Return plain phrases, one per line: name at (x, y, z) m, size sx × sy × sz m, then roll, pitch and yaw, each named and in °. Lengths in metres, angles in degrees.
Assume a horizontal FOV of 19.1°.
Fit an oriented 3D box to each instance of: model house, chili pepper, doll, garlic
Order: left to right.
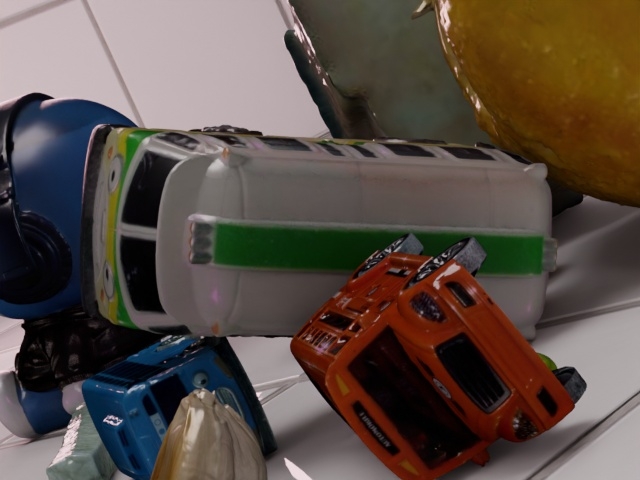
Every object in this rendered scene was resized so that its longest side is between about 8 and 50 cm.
doll at (-0.248, 0.008, 1.852) m, size 0.240 × 0.310 × 0.284 m, roll -21°, pitch 7°, yaw 16°
garlic at (-0.069, 0.142, 1.146) m, size 0.094 × 0.074 × 0.113 m, roll -61°, pitch 3°, yaw -4°
model house at (0.114, -0.142, 1.755) m, size 0.243 × 0.298 × 0.284 m, roll -24°, pitch -16°, yaw -10°
chili pepper at (0.129, 0.081, 1.157) m, size 0.030 × 0.017 × 0.083 m, roll -26°, pitch 7°, yaw 1°

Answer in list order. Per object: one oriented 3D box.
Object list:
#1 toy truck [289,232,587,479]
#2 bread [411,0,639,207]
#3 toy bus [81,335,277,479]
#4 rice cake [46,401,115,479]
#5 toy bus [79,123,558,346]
toy truck at (0.058, 0.071, 1.096) m, size 0.114 × 0.107 × 0.252 m, roll -39°, pitch 6°, yaw -5°
bread at (0.225, -0.153, 1.426) m, size 0.361 × 0.250 × 0.394 m, roll 19°, pitch 13°, yaw 3°
toy bus at (-0.104, 0.124, 1.359) m, size 0.106 × 0.090 × 0.184 m, roll -25°, pitch 5°, yaw -16°
rice cake at (-0.186, 0.164, 1.539) m, size 0.045 × 0.042 × 0.245 m, roll -22°, pitch 6°, yaw 0°
toy bus at (0.000, -0.001, 1.301) m, size 0.305 × 0.143 × 0.179 m, roll 3°, pitch 6°, yaw -19°
